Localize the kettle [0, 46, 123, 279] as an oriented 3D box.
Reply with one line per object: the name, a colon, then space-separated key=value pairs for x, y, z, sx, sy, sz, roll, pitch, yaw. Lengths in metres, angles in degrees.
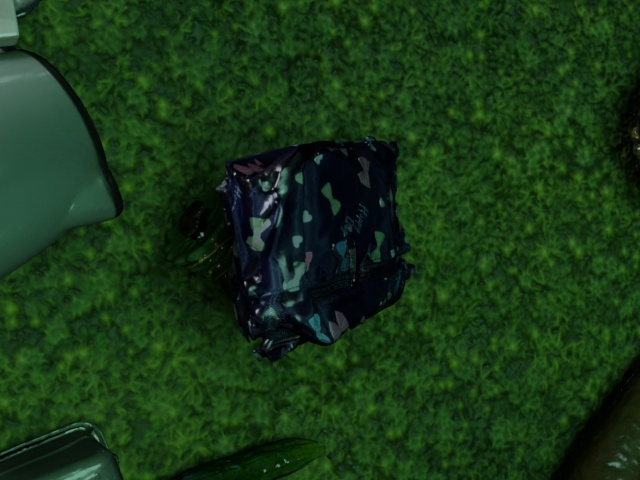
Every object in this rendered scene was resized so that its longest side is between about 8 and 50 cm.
kettle: x=-0.292 y=-0.056 z=0.893 sx=0.236 sy=0.161 sz=0.221 roll=-32 pitch=72 yaw=-26

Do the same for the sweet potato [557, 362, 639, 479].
sweet potato: x=0.306 y=0.184 z=1.222 sx=0.075 sy=0.075 sz=0.273 roll=46 pitch=66 yaw=-18

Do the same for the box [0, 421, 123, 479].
box: x=-0.217 y=0.223 z=0.944 sx=0.172 sy=0.093 sz=0.124 roll=-23 pitch=99 yaw=-25

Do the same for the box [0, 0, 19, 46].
box: x=-0.281 y=-0.231 z=0.879 sx=0.109 sy=0.029 sz=0.198 roll=-8 pitch=84 yaw=-23

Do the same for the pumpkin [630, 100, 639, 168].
pumpkin: x=0.403 y=-0.107 z=1.231 sx=0.190 sy=0.146 sz=0.190 roll=-1 pitch=91 yaw=-26

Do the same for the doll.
doll: x=-0.084 y=0.014 z=1.044 sx=0.113 sy=0.077 sz=0.078 roll=57 pitch=32 yaw=-45

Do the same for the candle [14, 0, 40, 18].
candle: x=-0.287 y=-0.255 z=0.937 sx=0.169 sy=0.068 sz=0.192 roll=-6 pitch=88 yaw=-26

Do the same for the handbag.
handbag: x=0.000 y=0.000 z=1.002 sx=0.260 sy=0.113 sz=0.162 roll=-24 pitch=105 yaw=-68

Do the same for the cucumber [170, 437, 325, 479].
cucumber: x=-0.072 y=0.199 z=1.047 sx=0.168 sy=0.039 sz=0.039 roll=-15 pitch=95 yaw=-28
